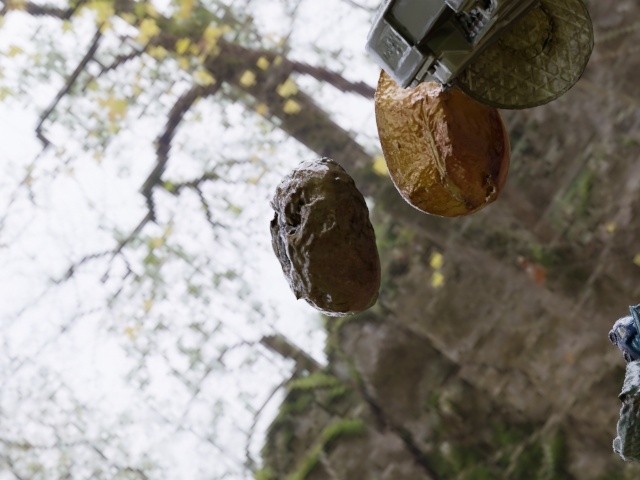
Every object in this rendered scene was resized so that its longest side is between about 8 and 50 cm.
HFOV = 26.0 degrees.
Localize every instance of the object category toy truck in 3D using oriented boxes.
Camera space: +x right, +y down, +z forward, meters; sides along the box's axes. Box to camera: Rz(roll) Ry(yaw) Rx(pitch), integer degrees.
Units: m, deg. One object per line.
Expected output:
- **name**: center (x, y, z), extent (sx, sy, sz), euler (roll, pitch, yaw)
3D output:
- **toy truck**: center (0.432, 0.120, 1.866), extent (0.056, 0.073, 0.090), euler (-22, -31, -16)

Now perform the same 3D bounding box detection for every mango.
- **mango**: center (0.181, -0.198, 2.145), extent (0.201, 0.350, 0.199), euler (-6, -33, -4)

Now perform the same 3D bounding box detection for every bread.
- **bread**: center (0.000, 0.000, 1.954), extent (0.123, 0.230, 0.230), euler (-17, -34, -11)

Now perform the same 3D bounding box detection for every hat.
- **hat**: center (0.185, -0.202, 1.304), extent (0.067, 0.146, 0.146), euler (-69, -1, -56)

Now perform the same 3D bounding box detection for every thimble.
- **thimble**: center (0.380, 0.198, 1.550), extent (0.135, 0.090, 0.119), euler (-28, -56, -68)

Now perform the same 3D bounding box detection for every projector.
- **projector**: center (0.145, -0.226, 1.071), extent (0.193, 0.088, 0.269), euler (-43, -3, -18)
